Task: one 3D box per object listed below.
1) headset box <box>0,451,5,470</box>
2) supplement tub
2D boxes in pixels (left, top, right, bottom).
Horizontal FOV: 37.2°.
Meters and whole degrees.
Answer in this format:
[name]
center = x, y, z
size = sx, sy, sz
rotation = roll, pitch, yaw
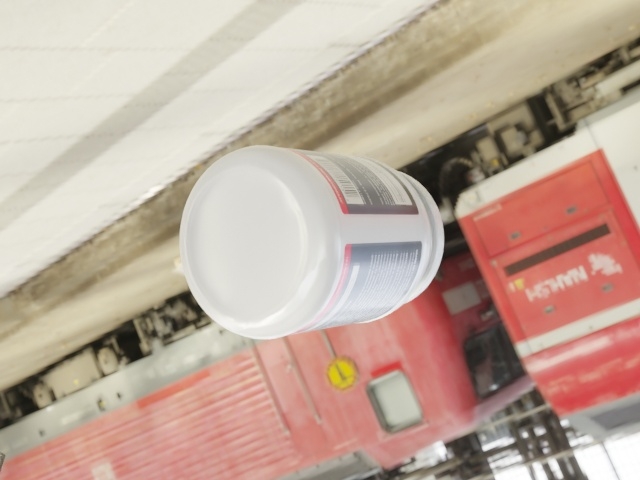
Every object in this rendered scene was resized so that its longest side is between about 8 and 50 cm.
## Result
[headset box]
center = -0.686, 0.369, 1.559
size = 0.110, 0.293, 0.218
rotation = -49, -162, 8
[supplement tub]
center = 0.000, 0.000, 1.024
size = 0.191, 0.191, 0.272
rotation = -27, 166, 30
